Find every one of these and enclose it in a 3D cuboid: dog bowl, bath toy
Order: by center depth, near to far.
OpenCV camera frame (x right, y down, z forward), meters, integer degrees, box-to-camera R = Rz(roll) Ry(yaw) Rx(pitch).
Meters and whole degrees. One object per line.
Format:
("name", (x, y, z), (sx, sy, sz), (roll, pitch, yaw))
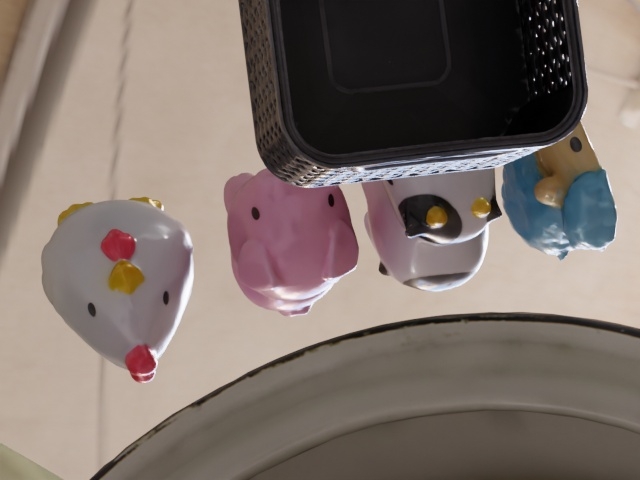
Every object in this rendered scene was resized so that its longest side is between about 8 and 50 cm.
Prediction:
("dog bowl", (0.061, 0.239, 0.662), (0.408, 0.150, 0.408), (-7, -118, 12))
("bath toy", (0.000, 0.000, 1.136), (0.348, 0.151, 0.129), (-14, -136, -6))

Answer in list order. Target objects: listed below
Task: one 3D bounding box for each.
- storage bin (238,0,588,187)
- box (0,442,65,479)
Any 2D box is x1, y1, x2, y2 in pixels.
("storage bin", (0.030, -0.118, 0.738), (0.122, 0.084, 0.180), (-7, -93, -9))
("box", (-0.277, 0.185, 1.078), (0.243, 0.213, 0.117), (31, -72, -7))
